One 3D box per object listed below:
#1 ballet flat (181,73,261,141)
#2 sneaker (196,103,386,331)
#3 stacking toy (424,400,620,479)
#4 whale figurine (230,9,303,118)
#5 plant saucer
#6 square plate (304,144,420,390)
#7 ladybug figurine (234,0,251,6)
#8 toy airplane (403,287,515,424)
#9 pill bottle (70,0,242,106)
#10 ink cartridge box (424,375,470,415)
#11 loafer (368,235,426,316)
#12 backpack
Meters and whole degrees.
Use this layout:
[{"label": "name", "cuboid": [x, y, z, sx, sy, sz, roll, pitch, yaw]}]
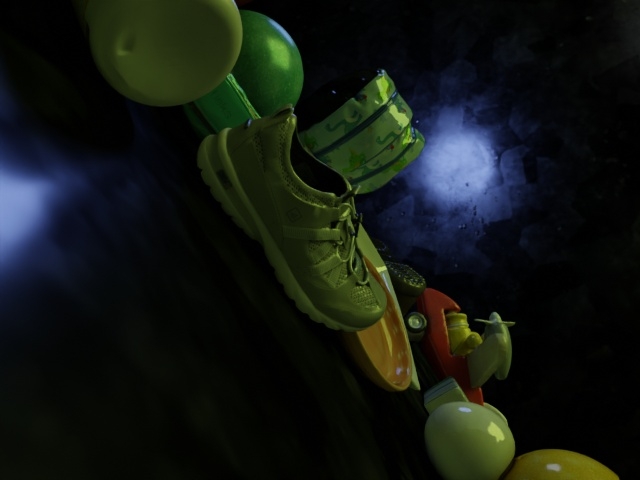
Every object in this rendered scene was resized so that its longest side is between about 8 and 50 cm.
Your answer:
[{"label": "ballet flat", "cuboid": [-0.080, -0.096, 0.666, 0.247, 0.083, 0.087, 58, -10, -20]}, {"label": "sneaker", "cuboid": [0.001, -0.010, 0.579, 0.281, 0.115, 0.105, 50, 25, -30]}, {"label": "stacking toy", "cuboid": [0.325, 0.402, 0.730, 0.480, 0.350, 0.350, 39, -1, 19]}, {"label": "whale figurine", "cuboid": [-0.091, -0.215, 0.838, 0.272, 0.141, 0.216, 78, 2, -70]}, {"label": "plant saucer", "cuboid": [0.063, 0.108, 0.758, 0.200, 0.037, 0.199, 52, 24, -34]}, {"label": "square plate", "cuboid": [0.054, 0.045, 0.987, 0.347, 0.049, 0.344, 54, 15, -32]}, {"label": "ladybug figurine", "cuboid": [-0.134, -0.420, 0.670, 0.162, 0.304, 0.449, 24, 19, 17]}, {"label": "toy airplane", "cuboid": [0.405, 0.338, 1.521, 0.386, 0.273, 0.384, -144, -143, -65]}, {"label": "pill bottle", "cuboid": [-0.154, -0.222, 0.477, 0.214, 0.117, 0.117, 60, 6, 30]}, {"label": "ink cartridge box", "cuboid": [0.305, 0.397, 1.263, 0.153, 0.087, 0.208, 59, 4, 13]}, {"label": "loafer", "cuboid": [0.107, 0.073, 1.353, 0.134, 0.130, 0.366, 17, 14, -25]}, {"label": "backpack", "cuboid": [0.056, -0.226, 1.172, 0.273, 0.290, 0.355, 55, -11, 0]}]
